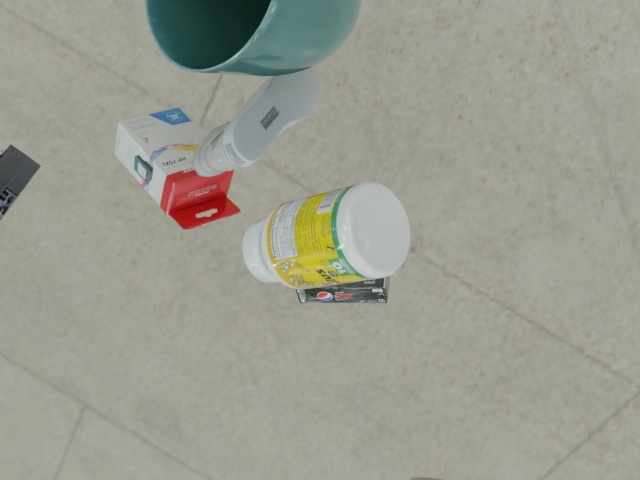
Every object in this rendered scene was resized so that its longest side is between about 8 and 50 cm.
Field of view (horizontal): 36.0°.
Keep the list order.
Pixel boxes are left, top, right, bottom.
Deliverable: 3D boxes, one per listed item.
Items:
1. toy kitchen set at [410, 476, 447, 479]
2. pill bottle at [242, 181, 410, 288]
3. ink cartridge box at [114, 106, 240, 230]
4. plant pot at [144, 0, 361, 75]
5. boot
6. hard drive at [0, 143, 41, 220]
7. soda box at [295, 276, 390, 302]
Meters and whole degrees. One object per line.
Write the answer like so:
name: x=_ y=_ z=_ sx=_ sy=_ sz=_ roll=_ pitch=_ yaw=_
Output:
toy kitchen set: x=0.071 y=0.306 z=0.857 sx=0.166 sy=0.207 sz=0.122 roll=-4 pitch=98 yaw=-13
pill bottle: x=0.000 y=0.000 z=1.237 sx=0.208 sy=0.117 sz=0.117 roll=-11 pitch=121 yaw=45
ink cartridge box: x=-0.249 y=-0.130 z=1.753 sx=0.231 sy=0.134 sz=0.078 roll=46 pitch=137 yaw=27
plant pot: x=-0.080 y=-0.378 z=1.465 sx=0.293 sy=0.235 sz=0.293 roll=-2 pitch=87 yaw=42
boot: x=-0.109 y=-0.196 z=1.595 sx=0.123 sy=0.258 sz=0.095 roll=-15 pitch=114 yaw=43
hard drive: x=-0.546 y=0.036 z=1.408 sx=0.064 sy=0.237 sz=0.339 roll=38 pitch=123 yaw=-16
soda box: x=0.041 y=0.079 z=1.822 sx=0.169 sy=0.060 sz=0.053 roll=0 pitch=143 yaw=12
